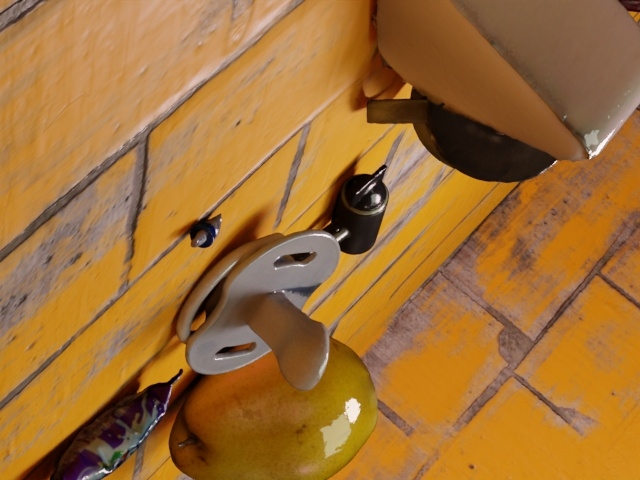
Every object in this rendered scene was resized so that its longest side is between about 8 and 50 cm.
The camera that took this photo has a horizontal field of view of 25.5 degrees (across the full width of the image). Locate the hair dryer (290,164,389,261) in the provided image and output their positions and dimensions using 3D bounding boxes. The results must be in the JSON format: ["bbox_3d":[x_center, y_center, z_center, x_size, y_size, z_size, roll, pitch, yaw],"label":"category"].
[{"bbox_3d":[0.000,0.000,2.134,0.248,0.078,0.195,-40,165,-20],"label":"hair dryer"}]

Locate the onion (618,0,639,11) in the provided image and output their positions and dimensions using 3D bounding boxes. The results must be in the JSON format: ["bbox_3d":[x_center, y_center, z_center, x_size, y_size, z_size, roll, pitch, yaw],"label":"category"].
[{"bbox_3d":[0.420,-0.413,1.535,0.348,0.385,0.348,5,90,-77],"label":"onion"}]

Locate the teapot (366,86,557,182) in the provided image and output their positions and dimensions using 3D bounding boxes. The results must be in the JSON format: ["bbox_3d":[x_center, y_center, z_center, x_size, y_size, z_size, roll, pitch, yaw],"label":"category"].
[{"bbox_3d":[0.196,-0.175,1.858,0.337,0.270,0.200,-79,169,-83],"label":"teapot"}]

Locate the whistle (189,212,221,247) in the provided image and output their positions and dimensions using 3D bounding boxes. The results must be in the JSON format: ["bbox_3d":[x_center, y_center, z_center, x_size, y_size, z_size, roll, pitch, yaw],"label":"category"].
[{"bbox_3d":[-0.131,-0.009,1.626,0.033,0.029,0.083,-63,176,20],"label":"whistle"}]

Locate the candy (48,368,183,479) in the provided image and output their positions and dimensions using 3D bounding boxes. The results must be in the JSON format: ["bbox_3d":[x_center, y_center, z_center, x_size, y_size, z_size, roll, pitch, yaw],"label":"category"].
[{"bbox_3d":[-0.291,0.277,1.883,0.275,0.070,0.145,-44,177,-39],"label":"candy"}]

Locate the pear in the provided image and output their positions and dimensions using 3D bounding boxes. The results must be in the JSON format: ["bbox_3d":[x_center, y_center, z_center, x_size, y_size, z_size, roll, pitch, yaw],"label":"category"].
[{"bbox_3d":[-0.071,0.286,2.273,0.336,0.285,0.285,-43,168,-23],"label":"pear"}]

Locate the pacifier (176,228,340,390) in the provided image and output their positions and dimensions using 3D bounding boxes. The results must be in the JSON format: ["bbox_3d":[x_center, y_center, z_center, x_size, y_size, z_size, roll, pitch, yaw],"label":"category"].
[{"bbox_3d":[-0.065,0.117,1.887,0.227,0.207,0.279,-10,142,-47],"label":"pacifier"}]

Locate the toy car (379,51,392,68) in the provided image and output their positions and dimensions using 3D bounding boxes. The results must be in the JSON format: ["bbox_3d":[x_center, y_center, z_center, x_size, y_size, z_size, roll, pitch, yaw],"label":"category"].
[{"bbox_3d":[0.110,-0.251,1.748,0.093,0.041,0.025,-51,166,-3],"label":"toy car"}]

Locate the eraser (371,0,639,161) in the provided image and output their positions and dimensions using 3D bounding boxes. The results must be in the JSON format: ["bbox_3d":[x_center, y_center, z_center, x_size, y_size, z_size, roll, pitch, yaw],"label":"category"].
[{"bbox_3d":[0.215,-0.224,1.548,0.150,0.331,0.331,-48,170,-11],"label":"eraser"}]
